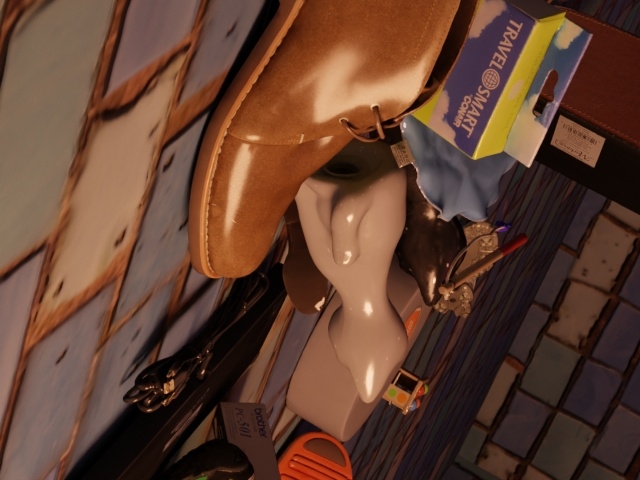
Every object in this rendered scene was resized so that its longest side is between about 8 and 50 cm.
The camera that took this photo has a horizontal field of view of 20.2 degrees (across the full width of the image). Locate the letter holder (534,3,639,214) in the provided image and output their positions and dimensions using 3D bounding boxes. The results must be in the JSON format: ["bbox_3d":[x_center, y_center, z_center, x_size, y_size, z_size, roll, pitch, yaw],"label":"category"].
[{"bbox_3d":[0.382,-0.169,2.104,0.214,0.302,0.152,-56,168,-20],"label":"letter holder"}]

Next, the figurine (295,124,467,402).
[{"bbox_3d":[0.057,-0.008,1.397,0.215,0.092,0.209,-54,143,-46],"label":"figurine"}]

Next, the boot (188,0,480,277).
[{"bbox_3d":[0.006,-0.087,1.148,0.305,0.115,0.112,-65,170,26],"label":"boot"}]

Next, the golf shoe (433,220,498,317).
[{"bbox_3d":[0.192,0.019,2.402,0.176,0.069,0.086,112,-7,-46],"label":"golf shoe"}]

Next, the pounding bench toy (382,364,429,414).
[{"bbox_3d":[0.113,0.198,2.437,0.052,0.065,0.083,-62,169,7],"label":"pounding bench toy"}]

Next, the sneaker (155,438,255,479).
[{"bbox_3d":[-0.123,0.312,1.483,0.344,0.146,0.134,-66,168,25],"label":"sneaker"}]

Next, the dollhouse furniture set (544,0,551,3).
[{"bbox_3d":[0.252,-0.244,1.562,0.144,0.123,0.151,-46,161,-52],"label":"dollhouse furniture set"}]

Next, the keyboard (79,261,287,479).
[{"bbox_3d":[-0.105,0.112,1.368,0.317,0.033,0.201,-50,170,-47],"label":"keyboard"}]

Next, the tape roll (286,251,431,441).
[{"bbox_3d":[0.049,0.102,1.908,0.219,0.072,0.219,-56,168,-18],"label":"tape roll"}]

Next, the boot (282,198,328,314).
[{"bbox_3d":[0.000,0.000,1.446,0.114,0.037,0.106,-24,111,-75],"label":"boot"}]

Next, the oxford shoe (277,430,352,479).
[{"bbox_3d":[-0.079,0.380,2.014,0.132,0.130,0.364,-2,-120,64],"label":"oxford shoe"}]

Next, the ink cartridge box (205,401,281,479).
[{"bbox_3d":[-0.062,0.247,1.547,0.207,0.046,0.097,-106,-153,-45],"label":"ink cartridge box"}]

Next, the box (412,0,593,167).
[{"bbox_3d":[0.080,-0.135,1.176,0.042,0.178,0.109,-19,139,-50],"label":"box"}]

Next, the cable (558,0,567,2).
[{"bbox_3d":[0.296,-0.336,2.000,0.184,0.047,0.150,-55,173,-37],"label":"cable"}]

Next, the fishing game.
[{"bbox_3d":[0.098,-0.100,1.309,0.189,0.041,0.264,-31,118,-54],"label":"fishing game"}]
